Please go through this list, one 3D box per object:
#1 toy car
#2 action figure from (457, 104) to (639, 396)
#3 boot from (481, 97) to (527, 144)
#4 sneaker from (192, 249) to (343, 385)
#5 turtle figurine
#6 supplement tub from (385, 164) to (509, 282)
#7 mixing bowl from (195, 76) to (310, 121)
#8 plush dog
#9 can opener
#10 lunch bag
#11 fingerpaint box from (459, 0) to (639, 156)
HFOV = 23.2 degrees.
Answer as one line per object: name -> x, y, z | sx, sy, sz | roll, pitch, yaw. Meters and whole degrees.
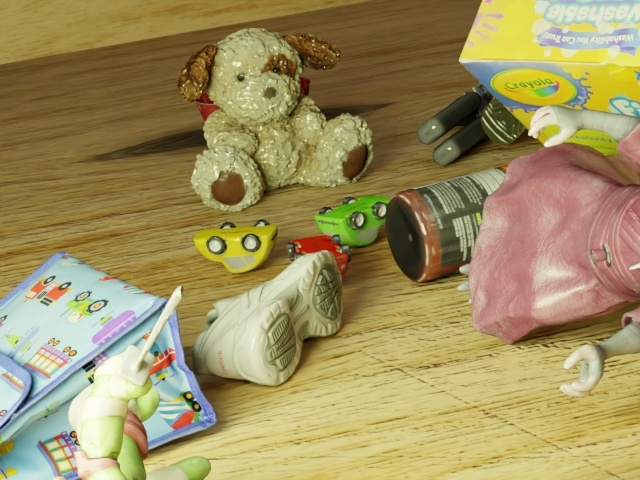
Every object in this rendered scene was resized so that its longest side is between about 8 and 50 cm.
toy car -> 0.000, 0.000, 1.828 | 0.225, 0.053, 0.239 | -22, 23, -40
action figure -> 0.288, 0.015, 1.395 | 0.275, 0.248, 0.370 | 5, -3, -27
boot -> 0.361, -0.263, 2.249 | 0.269, 0.089, 0.236 | -37, -2, -45
sneaker -> -0.056, 0.071, 1.567 | 0.115, 0.090, 0.232 | -3, 16, 27
turtle figurine -> -0.085, 0.165, 1.094 | 0.197, 0.275, 0.266 | 24, 6, -15
supplement tub -> 0.179, -0.024, 1.733 | 0.197, 0.106, 0.106 | -14, 18, -21
mixing bowl -> -0.098, -0.186, 2.403 | 0.181, 0.098, 0.181 | -8, 16, 2
plush dog -> -0.079, -0.183, 2.163 | 0.262, 0.225, 0.210 | -13, 18, -15
can opener -> 0.205, -0.166, 2.288 | 0.095, 0.076, 0.283 | -36, 0, 33
lunch bag -> -0.281, 0.152, 1.387 | 0.293, 0.138, 0.221 | -31, 27, -26
fingerpaint box -> 0.429, -0.146, 1.566 | 0.444, 0.163, 0.371 | 8, -21, 45
